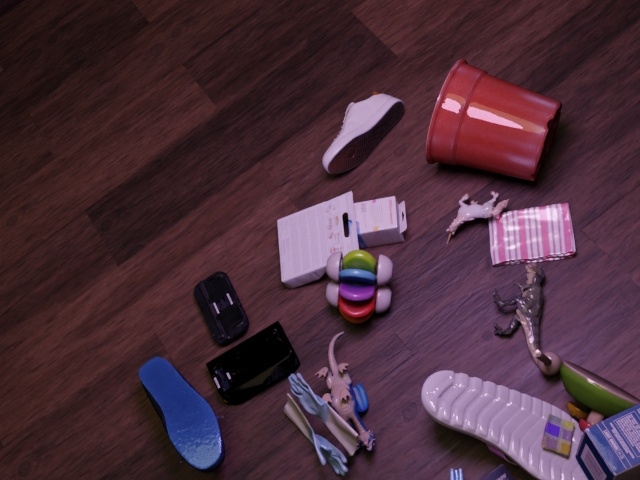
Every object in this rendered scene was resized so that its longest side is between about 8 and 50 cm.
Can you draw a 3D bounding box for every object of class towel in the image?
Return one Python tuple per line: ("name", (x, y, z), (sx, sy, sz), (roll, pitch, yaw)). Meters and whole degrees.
("towel", (0.506, -0.016, 1.950), (0.197, 0.029, 0.144), (-8, 61, 16))
("towel", (0.492, 0.403, 1.673), (0.060, 0.009, 0.083), (22, 54, 6))

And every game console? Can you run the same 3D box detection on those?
("game console", (-0.213, 0.226, 2.067), (0.213, 0.044, 0.361), (-30, 59, 0))

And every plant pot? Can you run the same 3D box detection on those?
("plant pot", (0.433, -0.279, 1.988), (0.265, 0.272, 0.272), (20, 72, 18))

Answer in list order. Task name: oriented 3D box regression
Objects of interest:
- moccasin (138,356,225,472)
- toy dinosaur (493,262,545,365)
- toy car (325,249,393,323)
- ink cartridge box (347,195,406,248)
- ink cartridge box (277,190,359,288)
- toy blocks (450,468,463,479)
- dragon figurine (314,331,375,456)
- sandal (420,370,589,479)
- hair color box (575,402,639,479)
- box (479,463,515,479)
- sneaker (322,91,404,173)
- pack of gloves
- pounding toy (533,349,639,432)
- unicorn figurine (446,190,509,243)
("moccasin", (-0.319, 0.421, 1.965), (0.138, 0.116, 0.342), (-29, 53, -11))
("toy dinosaur", (0.457, 0.167, 1.858), (0.118, 0.064, 0.268), (0, 67, 12))
("toy car", (0.088, 0.115, 1.930), (0.159, 0.182, 0.136), (6, 31, 9))
("ink cartridge box", (0.150, -0.045, 2.051), (0.143, 0.090, 0.092), (-9, 62, 15))
("ink cartridge box", (0.000, 0.000, 2.071), (0.232, 0.066, 0.189), (-18, 58, 22))
("toy blocks", (0.259, 0.564, 1.724), (0.123, 0.054, 0.148), (-7, 62, 15))
("dragon figurine", (0.056, 0.359, 1.879), (0.085, 0.144, 0.289), (-22, 40, 9))
("sandal", (0.408, 0.406, 1.727), (0.416, 0.102, 0.169), (29, 57, 12))
("hair color box", (0.683, 0.366, 1.579), (0.347, 0.174, 0.105), (-23, 57, -6))
("box", (0.296, 0.635, 1.467), (0.312, 0.343, 0.179), (52, 130, 20))
("sneaker", (0.091, -0.295, 2.200), (0.290, 0.106, 0.123), (-43, 54, -18))
("pack of gloves", (-0.016, 0.419, 1.813), (0.046, 0.195, 0.232), (-28, 54, -29))
("pounding toy", (0.541, 0.329, 1.690), (0.237, 0.183, 0.110), (29, 95, 24))
("unicorn figurine", (0.375, -0.069, 1.995), (0.162, 0.060, 0.111), (-22, 27, 39))
